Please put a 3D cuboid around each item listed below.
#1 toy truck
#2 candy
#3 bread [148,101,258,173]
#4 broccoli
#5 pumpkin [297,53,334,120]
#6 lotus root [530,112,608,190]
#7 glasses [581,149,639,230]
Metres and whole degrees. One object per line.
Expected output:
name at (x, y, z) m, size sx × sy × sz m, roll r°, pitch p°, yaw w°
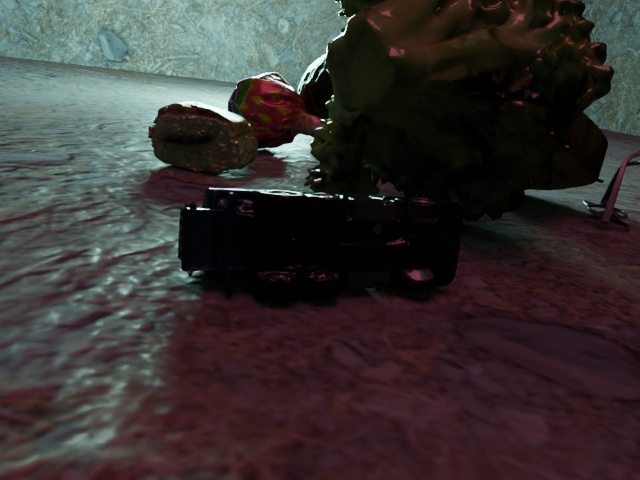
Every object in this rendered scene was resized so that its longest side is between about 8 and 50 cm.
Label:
toy truck at (0.000, 0.000, 0.426) m, size 0.201 × 0.074 × 0.088 m, roll 0°, pitch 10°, yaw -23°
candy at (0.021, -0.162, 0.926) m, size 0.365 × 0.124 × 0.124 m, roll 24°, pitch 21°, yaw 13°
bread at (-0.148, -0.136, 0.759) m, size 0.125 × 0.082 × 0.106 m, roll 7°, pitch 24°, yaw 7°
broccoli at (0.118, -0.175, 0.580) m, size 0.293 × 0.348 × 0.281 m, roll 13°, pitch 27°, yaw 34°
pumpkin at (0.066, -0.249, 1.034) m, size 0.218 × 0.162 × 0.219 m, roll 16°, pitch -14°, yaw 4°
lotus root at (0.296, -0.120, 0.804) m, size 0.170 × 0.075 × 0.260 m, roll 16°, pitch -6°, yaw -16°
glasses at (0.388, -0.076, 0.771) m, size 0.062 × 0.104 × 0.140 m, roll 17°, pitch 23°, yaw 21°
